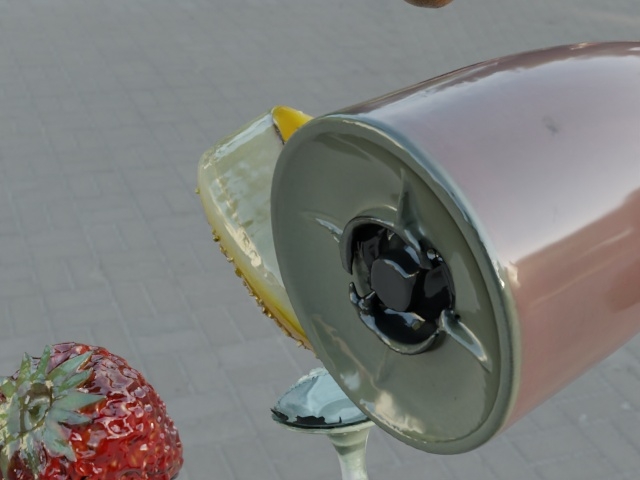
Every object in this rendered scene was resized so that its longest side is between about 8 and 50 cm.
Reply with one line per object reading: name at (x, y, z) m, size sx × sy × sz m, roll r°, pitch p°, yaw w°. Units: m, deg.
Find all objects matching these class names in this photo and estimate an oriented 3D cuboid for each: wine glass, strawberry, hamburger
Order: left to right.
strawberry at (-0.254, 0.237, 1.193) m, size 0.205 × 0.244 × 0.205 m, roll -17°, pitch 51°, yaw 22°
hamburger at (0.000, 0.000, 0.729) m, size 0.173 × 0.116 × 0.210 m, roll 13°, pitch 37°, yaw -42°
wine glass at (0.045, 0.270, 0.929) m, size 0.143 × 0.321 × 0.143 m, roll -8°, pitch 14°, yaw 2°

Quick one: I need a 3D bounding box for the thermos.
thermos at (0.132, -0.025, 0.466) m, size 0.265 × 0.146 × 0.176 m, roll -24°, pitch 18°, yaw -29°

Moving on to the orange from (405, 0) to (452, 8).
orange at (0.108, -0.270, 1.018) m, size 0.085 × 0.085 × 0.085 m, roll 4°, pitch 28°, yaw -2°
